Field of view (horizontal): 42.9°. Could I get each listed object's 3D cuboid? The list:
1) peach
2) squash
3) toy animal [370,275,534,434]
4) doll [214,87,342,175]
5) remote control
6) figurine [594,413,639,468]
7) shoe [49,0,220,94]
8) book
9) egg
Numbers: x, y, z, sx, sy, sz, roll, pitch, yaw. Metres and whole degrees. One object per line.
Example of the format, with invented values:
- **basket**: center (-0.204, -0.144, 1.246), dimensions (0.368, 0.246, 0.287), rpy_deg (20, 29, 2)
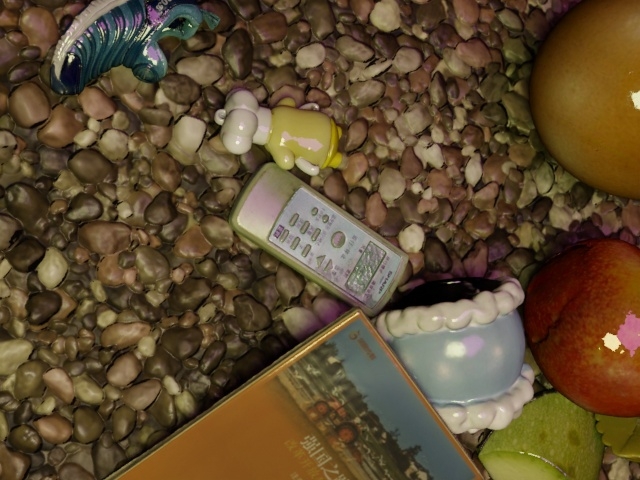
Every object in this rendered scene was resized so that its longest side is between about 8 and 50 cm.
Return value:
- **peach**: center (0.376, 0.112, 1.057), dimensions (0.230, 0.231, 0.231), rpy_deg (0, 89, -20)
- **squash**: center (0.335, 0.301, 1.107), dimensions (0.184, 0.085, 0.192), rpy_deg (-41, 104, -15)
- **toy animal**: center (0.177, 0.145, 1.010), dimensions (0.208, 0.156, 0.204), rpy_deg (-13, 97, -23)
- **doll**: center (-0.050, -0.132, 0.984), dimensions (0.162, 0.062, 0.106), rpy_deg (13, 57, -21)
- **remote control**: center (0.000, 0.000, 1.016), dimensions (0.233, 0.038, 0.098), rpy_deg (34, 79, -17)
- **figurine**: center (0.544, 0.323, 1.165), dimensions (0.315, 0.168, 0.187), rpy_deg (50, 35, -22)
- **shoe**: center (-0.212, -0.225, 0.913), dimensions (0.207, 0.091, 0.106), rpy_deg (-40, 97, -20)
- **book**: center (-0.034, 0.282, 0.939), dimensions (0.373, 0.028, 0.263), rpy_deg (-35, 101, 3)
- **egg**: center (0.437, -0.190, 1.046), dimensions (0.351, 0.282, 0.283), rpy_deg (6, 87, -19)
